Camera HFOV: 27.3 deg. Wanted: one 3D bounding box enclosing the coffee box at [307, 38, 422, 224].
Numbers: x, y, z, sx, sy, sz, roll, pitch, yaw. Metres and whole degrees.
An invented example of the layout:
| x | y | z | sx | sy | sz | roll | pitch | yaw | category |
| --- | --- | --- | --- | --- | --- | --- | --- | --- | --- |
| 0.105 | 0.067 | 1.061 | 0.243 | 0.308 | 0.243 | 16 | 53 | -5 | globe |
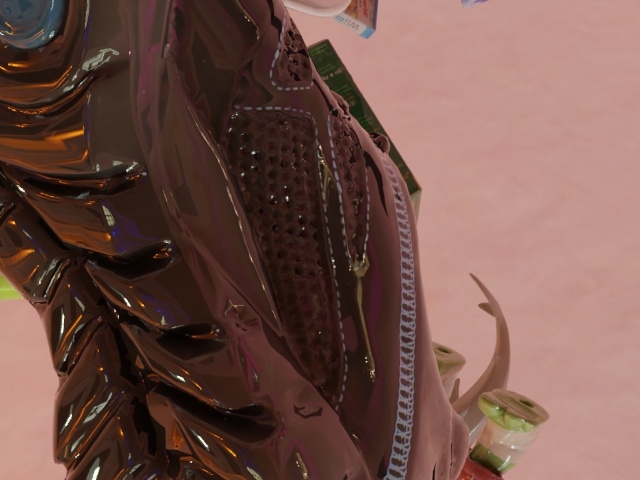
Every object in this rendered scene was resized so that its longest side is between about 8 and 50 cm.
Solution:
| x | y | z | sx | sy | sz | roll | pitch | yaw | category |
| --- | --- | --- | --- | --- | --- | --- | --- | --- | --- |
| 0.035 | -0.091 | 1.270 | 0.040 | 0.113 | 0.184 | -27 | 69 | -10 | coffee box |

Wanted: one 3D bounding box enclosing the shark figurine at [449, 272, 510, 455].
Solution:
| x | y | z | sx | sy | sz | roll | pitch | yaw | category |
| --- | --- | --- | --- | --- | --- | --- | --- | --- | --- |
| 0.181 | 0.198 | 1.686 | 0.166 | 0.116 | 0.278 | 37 | 101 | 38 | shark figurine |

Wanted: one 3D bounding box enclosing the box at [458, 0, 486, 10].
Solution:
| x | y | z | sx | sy | sz | roll | pitch | yaw | category |
| --- | --- | --- | --- | --- | --- | --- | --- | --- | --- |
| 0.225 | -0.369 | 1.726 | 0.109 | 0.178 | 0.042 | -24 | 77 | 1 | box |

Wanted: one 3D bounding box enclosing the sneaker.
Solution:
| x | y | z | sx | sy | sz | roll | pitch | yaw | category |
| --- | --- | --- | --- | --- | --- | --- | --- | --- | --- |
| -0.050 | -0.033 | 0.432 | 0.125 | 0.139 | 0.341 | -13 | 98 | 35 | sneaker |

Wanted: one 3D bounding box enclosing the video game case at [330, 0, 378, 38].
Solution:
| x | y | z | sx | sy | sz | roll | pitch | yaw | category |
| --- | --- | --- | --- | --- | --- | --- | --- | --- | --- |
| -0.022 | -0.245 | 1.071 | 0.166 | 0.119 | 0.015 | 26 | 137 | -23 | video game case |

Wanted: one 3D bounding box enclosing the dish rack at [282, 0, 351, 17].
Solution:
| x | y | z | sx | sy | sz | roll | pitch | yaw | category |
| --- | --- | --- | --- | --- | --- | --- | --- | --- | --- |
| -0.084 | -0.296 | 0.697 | 0.072 | 0.285 | 0.333 | -29 | 64 | 37 | dish rack |

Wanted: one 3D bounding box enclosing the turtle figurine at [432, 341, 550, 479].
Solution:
| x | y | z | sx | sy | sz | roll | pitch | yaw | category |
| --- | --- | --- | --- | --- | --- | --- | --- | --- | --- |
| 0.044 | 0.220 | 1.028 | 0.274 | 0.198 | 0.266 | 20 | 101 | -19 | turtle figurine |

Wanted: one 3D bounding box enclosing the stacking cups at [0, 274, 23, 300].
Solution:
| x | y | z | sx | sy | sz | roll | pitch | yaw | category |
| --- | --- | --- | --- | --- | --- | --- | --- | --- | --- |
| -0.336 | 0.030 | 1.727 | 0.316 | 0.096 | 0.096 | -6 | 102 | -9 | stacking cups |
